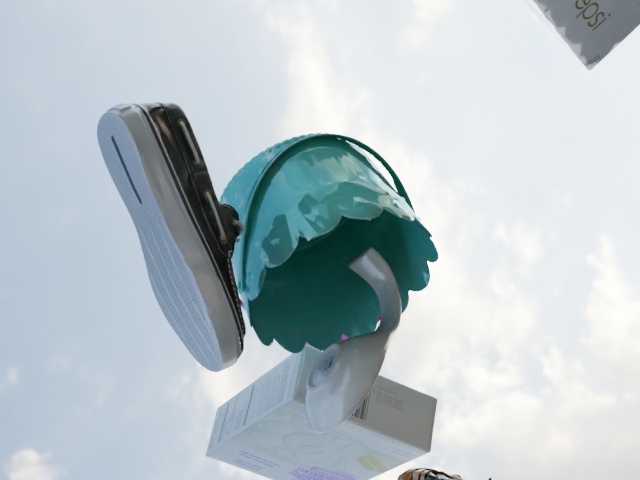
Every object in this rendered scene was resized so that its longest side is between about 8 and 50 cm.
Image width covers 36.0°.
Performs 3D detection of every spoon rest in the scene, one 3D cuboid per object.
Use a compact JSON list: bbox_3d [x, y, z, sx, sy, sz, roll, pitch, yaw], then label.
[{"bbox_3d":[0.052,0.135,1.297,0.084,0.137,0.276,34,-133,-17],"label":"spoon rest"}]

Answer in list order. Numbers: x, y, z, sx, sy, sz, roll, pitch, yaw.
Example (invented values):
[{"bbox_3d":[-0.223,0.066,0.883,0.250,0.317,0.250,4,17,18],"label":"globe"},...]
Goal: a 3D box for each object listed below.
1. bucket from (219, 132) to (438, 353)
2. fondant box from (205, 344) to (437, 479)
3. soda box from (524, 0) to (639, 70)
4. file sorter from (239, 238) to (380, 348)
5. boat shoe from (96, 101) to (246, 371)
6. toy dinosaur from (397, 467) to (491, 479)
[{"bbox_3d":[0.000,0.000,1.336,0.281,0.281,0.183,14,-145,-45],"label":"bucket"},{"bbox_3d":[-0.006,0.297,1.559,0.238,0.330,0.096,24,-124,-18],"label":"fondant box"},{"bbox_3d":[0.157,-0.198,0.662,0.216,0.074,0.069,24,-152,-56],"label":"soda box"},{"bbox_3d":[-0.023,0.041,1.645,0.202,0.290,0.182,-49,-63,-21],"label":"file sorter"},{"bbox_3d":[-0.147,-0.015,1.167,0.119,0.121,0.335,-21,-88,-35],"label":"boat shoe"},{"bbox_3d":[0.122,0.295,1.038,0.322,0.218,0.164,-28,-63,-31],"label":"toy dinosaur"}]
